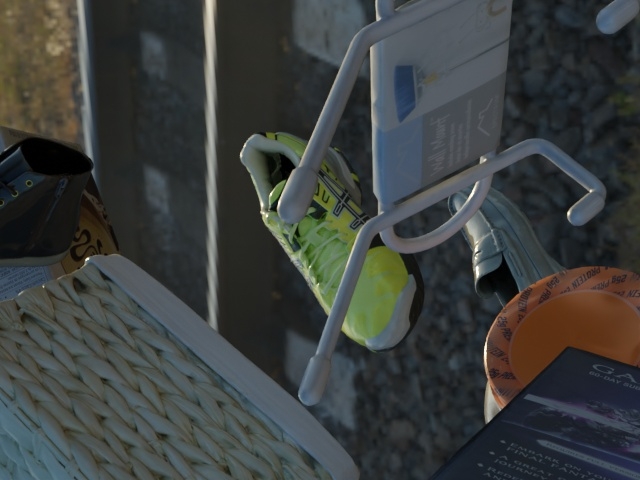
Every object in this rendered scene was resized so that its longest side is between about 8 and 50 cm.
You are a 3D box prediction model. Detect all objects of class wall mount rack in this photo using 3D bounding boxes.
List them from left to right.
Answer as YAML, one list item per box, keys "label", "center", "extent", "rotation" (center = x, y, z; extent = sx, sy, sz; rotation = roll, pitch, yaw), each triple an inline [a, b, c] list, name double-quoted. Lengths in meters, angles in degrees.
- label: "wall mount rack"
  center: [0.076, -0.055, 0.858]
  extent: [0.130, 0.304, 0.350]
  rotation: [48, 157, 34]

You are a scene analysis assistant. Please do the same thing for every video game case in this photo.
- label: "video game case"
  center: [0.161, 0.118, 0.524]
  extent: [0.196, 0.274, 0.026]
  rotation: [17, 106, 23]

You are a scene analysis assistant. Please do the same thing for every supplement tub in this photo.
- label: "supplement tub"
  center: [0.256, 0.180, 1.032]
  extent: [0.193, 0.193, 0.316]
  rotation: [53, 174, 50]

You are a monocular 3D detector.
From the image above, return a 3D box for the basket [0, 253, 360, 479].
- label: "basket"
  center: [-0.085, 0.102, 0.522]
  extent: [0.167, 0.103, 0.113]
  rotation: [38, 129, 29]

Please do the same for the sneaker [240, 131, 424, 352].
- label: "sneaker"
  center: [0.000, 0.000, 1.575]
  extent: [0.145, 0.147, 0.385]
  rotation: [-54, 42, 19]

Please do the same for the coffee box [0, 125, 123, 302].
- label: "coffee box"
  center: [-0.284, 0.046, 1.269]
  extent: [0.297, 0.119, 0.168]
  rotation: [68, -163, 10]

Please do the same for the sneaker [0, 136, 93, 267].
- label: "sneaker"
  center: [-0.310, -0.034, 1.056]
  extent: [0.083, 0.222, 0.118]
  rotation: [57, 137, 30]

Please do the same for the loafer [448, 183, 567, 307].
- label: "loafer"
  center: [0.267, 0.033, 1.770]
  extent: [0.319, 0.111, 0.112]
  rotation: [55, 158, 39]
